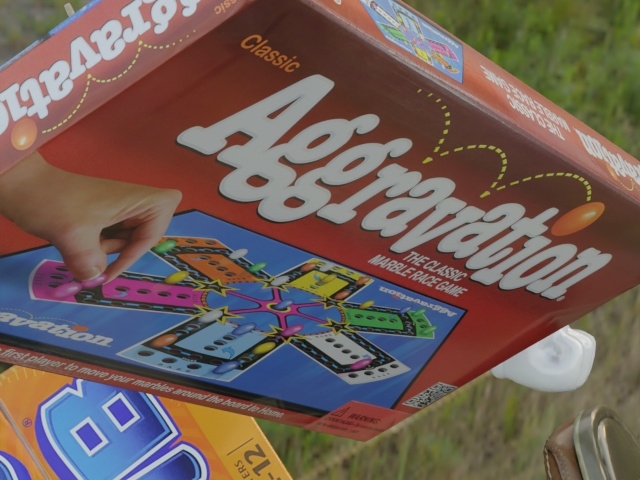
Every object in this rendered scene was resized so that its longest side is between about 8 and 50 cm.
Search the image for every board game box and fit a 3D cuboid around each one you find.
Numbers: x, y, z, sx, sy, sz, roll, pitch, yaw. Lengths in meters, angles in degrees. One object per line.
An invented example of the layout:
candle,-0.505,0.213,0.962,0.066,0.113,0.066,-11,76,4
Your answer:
board game box,-0.218,0.299,1.702,0.356,0.356,0.356,-32,87,-16
board game box,0.000,0.000,0.523,0.281,0.145,0.027,21,40,-58

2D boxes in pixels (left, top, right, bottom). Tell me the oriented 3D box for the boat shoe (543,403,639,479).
boat shoe,0.194,0.257,1.199,0.104,0.307,0.111,-17,10,29

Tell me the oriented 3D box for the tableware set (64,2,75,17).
tableware set,-0.144,-0.063,1.270,0.039,0.194,0.128,-5,35,3

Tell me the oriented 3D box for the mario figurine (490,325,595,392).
mario figurine,0.078,-0.009,1.128,0.198,0.320,0.170,34,68,-16
